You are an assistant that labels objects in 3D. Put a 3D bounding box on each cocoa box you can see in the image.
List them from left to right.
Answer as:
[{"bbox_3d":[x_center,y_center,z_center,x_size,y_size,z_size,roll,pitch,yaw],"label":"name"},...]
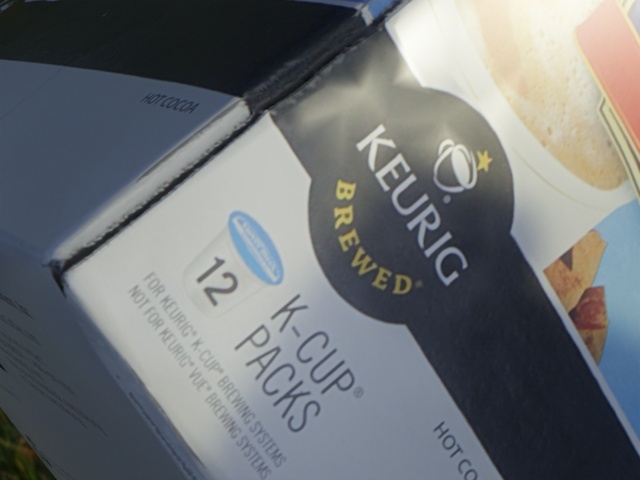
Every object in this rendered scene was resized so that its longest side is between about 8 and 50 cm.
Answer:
[{"bbox_3d":[0.000,0.000,0.540,0.228,0.231,0.347,-40,23,-17],"label":"cocoa box"}]
